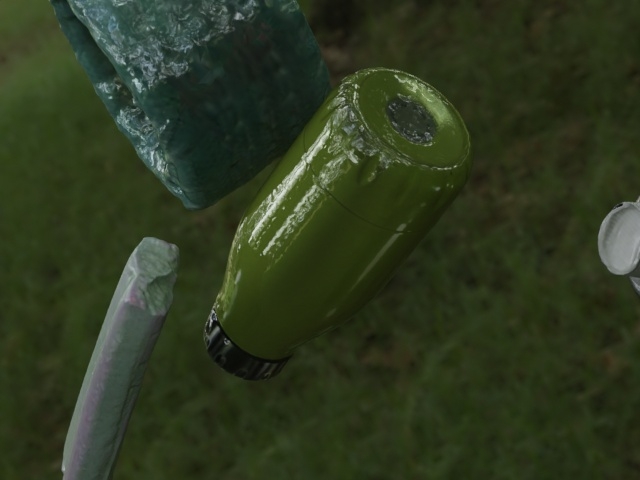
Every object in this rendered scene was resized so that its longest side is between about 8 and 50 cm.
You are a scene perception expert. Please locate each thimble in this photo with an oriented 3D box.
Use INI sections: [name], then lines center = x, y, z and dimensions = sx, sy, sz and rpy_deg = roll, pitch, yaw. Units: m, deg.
[thimble]
center = -0.099, -0.151, 1.428
dimensions = 0.143, 0.235, 0.198
rpy_deg = -35, 21, -10

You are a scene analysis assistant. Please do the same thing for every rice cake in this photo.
[rice cake]
center = -0.149, 0.104, 1.405
dimensions = 0.080, 0.042, 0.221
rpy_deg = -84, 14, -55

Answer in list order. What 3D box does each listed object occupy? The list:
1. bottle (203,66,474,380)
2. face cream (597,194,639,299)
[bottle]
center = 0.000, 0.000, 1.355
dimensions = 0.260, 0.112, 0.112
rpy_deg = -53, -5, 39
[face cream]
center = 0.320, 0.010, 1.215
dimensions = 0.349, 0.105, 0.105
rpy_deg = 4, -3, -31
